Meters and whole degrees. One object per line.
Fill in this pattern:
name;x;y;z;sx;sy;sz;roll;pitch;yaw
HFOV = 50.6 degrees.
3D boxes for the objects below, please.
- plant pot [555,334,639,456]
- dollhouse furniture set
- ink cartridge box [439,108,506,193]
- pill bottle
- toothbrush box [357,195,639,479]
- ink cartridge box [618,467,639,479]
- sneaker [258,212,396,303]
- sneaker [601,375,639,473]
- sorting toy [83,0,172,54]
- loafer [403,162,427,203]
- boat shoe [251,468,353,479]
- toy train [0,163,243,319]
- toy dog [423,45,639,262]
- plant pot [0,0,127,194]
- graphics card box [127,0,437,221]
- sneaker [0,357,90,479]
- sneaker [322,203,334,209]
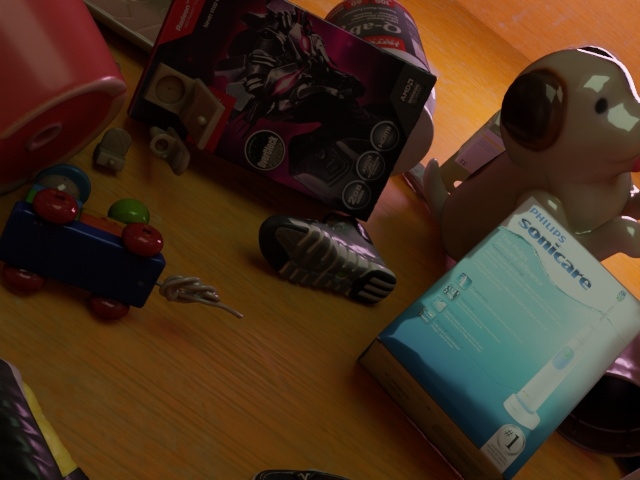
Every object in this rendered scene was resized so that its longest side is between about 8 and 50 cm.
plant pot;0.438;0.205;1.022;0.167;0.167;0.165;39;43;-1
dollhouse furniture set;-0.227;-0.145;0.809;0.151;0.144;0.123;22;17;-34
ink cartridge box;0.324;-0.117;1.269;0.171;0.235;0.056;36;50;-7
pill bottle;0.100;-0.291;1.255;0.210;0.210;0.363;24;36;-22
toothbrush box;0.230;0.122;0.856;0.295;0.126;0.216;-40;79;-20
ink cartridge box;0.341;0.355;0.682;0.198;0.273;0.115;34;34;-8
sneaker;0.000;0.000;0.951;0.228;0.086;0.132;29;29;-33
sneaker;0.473;0.281;1.082;0.082;0.069;0.209;9;44;-33
sorting toy;-0.254;-0.342;1.135;0.307;0.041;0.229;32;30;-12
loafer;0.199;-0.104;1.291;0.045;0.039;0.125;-30;73;-19
boat shoe;-0.008;0.251;0.678;0.125;0.038;0.046;25;36;-21
toy train;-0.203;0.007;0.731;0.248;0.105;0.143;23;24;-23
toy dog;0.361;-0.098;1.059;0.284;0.408;0.395;-19;52;-27
plant pot;-0.349;-0.196;0.687;0.243;0.275;0.275;52;34;-2
graphics card box;-0.052;-0.204;0.949;0.370;0.233;0.094;24;10;-13
sneaker;-0.170;0.253;0.445;0.385;0.145;0.147;61;6;14
sneaker;-0.030;-0.174;1.087;0.302;0.108;0.121;43;22;-9
